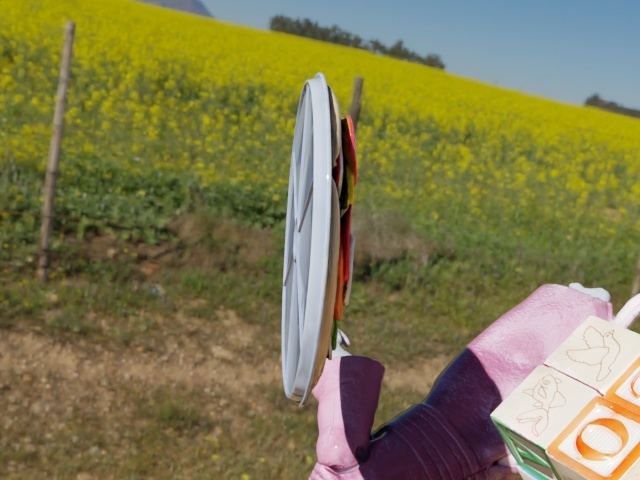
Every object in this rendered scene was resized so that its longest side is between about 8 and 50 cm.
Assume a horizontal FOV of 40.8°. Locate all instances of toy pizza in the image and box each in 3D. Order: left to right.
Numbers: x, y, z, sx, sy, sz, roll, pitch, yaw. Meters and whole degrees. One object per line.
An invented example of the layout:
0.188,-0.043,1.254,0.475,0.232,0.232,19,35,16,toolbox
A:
0.000,0.000,0.525,0.032,0.201,0.201,4,12,-7,toy pizza

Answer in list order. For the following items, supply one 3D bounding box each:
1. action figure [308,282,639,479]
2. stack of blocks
0.100,0.194,0.691,0.370,0.248,0.275,-23,10,-25,action figure
0.209,0.187,0.508,0.087,0.297,0.171,-41,31,-15,stack of blocks
